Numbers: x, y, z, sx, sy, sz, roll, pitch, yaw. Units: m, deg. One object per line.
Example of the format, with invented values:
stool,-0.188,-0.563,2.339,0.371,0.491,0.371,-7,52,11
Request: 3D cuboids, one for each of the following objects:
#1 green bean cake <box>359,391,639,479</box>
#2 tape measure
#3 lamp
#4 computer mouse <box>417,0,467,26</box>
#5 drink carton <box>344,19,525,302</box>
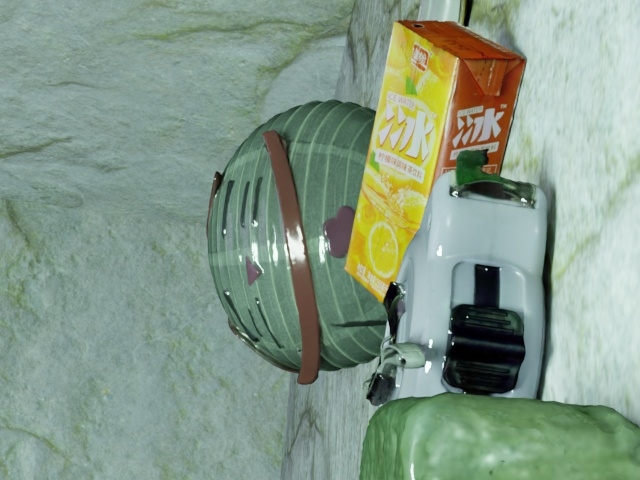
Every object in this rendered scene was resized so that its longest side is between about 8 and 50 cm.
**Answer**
green bean cake,0.075,0.187,0.601,0.222,0.125,0.227,132,144,-79
tape measure,0.083,0.068,0.859,0.196,0.105,0.178,105,172,-53
lamp,0.000,0.000,1.236,0.233,0.233,0.265,124,137,-81
computer mouse,0.124,-0.230,1.331,0.102,0.045,0.199,-95,14,-71
drink carton,0.088,-0.056,1.047,0.096,0.071,0.222,40,127,50
